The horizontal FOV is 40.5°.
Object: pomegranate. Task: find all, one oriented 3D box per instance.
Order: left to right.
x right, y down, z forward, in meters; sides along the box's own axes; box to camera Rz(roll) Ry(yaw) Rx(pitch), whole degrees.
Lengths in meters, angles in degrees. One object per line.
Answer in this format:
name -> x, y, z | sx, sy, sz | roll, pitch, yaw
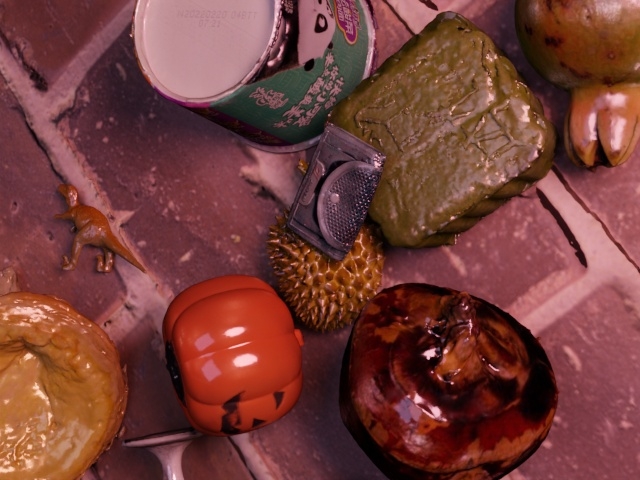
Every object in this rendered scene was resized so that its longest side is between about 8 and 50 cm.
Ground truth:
pomegranate -> 0.267, -0.205, 0.846 | 0.190, 0.159, 0.241 | 38, 108, 24

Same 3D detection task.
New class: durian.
durian -> 0.000, 0.000, 1.009 | 0.146, 0.102, 0.208 | -16, 78, 31

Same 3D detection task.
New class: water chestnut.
water chestnut -> 0.125, 0.142, 0.871 | 0.224, 0.223, 0.238 | 45, 140, 20

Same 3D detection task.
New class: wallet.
wallet -> 0.014, -0.050, 0.929 | 0.088, 0.026, 0.129 | 34, 114, 27

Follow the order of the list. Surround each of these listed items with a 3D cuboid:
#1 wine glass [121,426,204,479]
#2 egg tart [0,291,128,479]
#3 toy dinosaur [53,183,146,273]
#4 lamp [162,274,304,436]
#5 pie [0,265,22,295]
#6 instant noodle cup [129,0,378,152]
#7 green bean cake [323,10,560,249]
wine glass -> -0.173, 0.354, 1.071 | 0.126, 0.126, 0.241 | -14, 80, 26
egg tart -> -0.416, 0.205, 1.151 | 0.120, 0.314, 0.315 | 31, 106, 65
toy dinosaur -> -0.302, -0.017, 1.193 | 0.161, 0.039, 0.127 | -1, 87, 25
lamp -> -0.095, 0.131, 1.012 | 0.187, 0.163, 0.188 | 168, 90, -69
pie -> -0.556, 0.175, 1.293 | 0.337, 0.075, 0.338 | -1, 88, 25
instant noodle cup -> -0.083, -0.235, 1.002 | 0.251, 0.190, 0.251 | -1, 88, 27
green bean cake -> 0.130, -0.114, 0.936 | 0.214, 0.113, 0.200 | -36, 72, 23
